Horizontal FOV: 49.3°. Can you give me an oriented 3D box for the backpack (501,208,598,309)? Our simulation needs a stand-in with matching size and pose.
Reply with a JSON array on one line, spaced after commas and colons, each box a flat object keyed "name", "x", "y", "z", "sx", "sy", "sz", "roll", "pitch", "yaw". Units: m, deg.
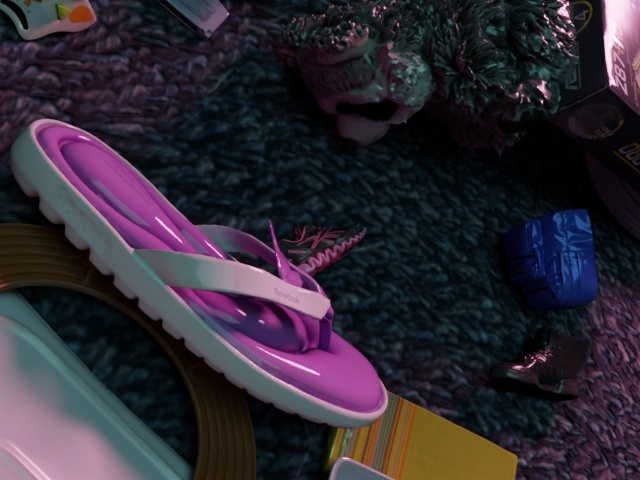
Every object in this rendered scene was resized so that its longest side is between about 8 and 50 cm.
[{"name": "backpack", "x": 0.292, "y": 0.030, "z": 0.894, "sx": 0.101, "sy": 0.098, "sz": 0.120, "roll": -6, "pitch": 81, "yaw": -11}]

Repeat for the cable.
[{"name": "cable", "x": 0.531, "y": -0.116, "z": 1.102, "sx": 0.257, "sy": 0.089, "sz": 0.257, "roll": 2, "pitch": 68, "yaw": -29}]

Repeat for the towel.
[{"name": "towel", "x": 0.110, "y": 0.235, "z": 0.743, "sx": 0.237, "sy": 0.021, "sz": 0.102, "roll": 29, "pitch": 61, "yaw": -18}]

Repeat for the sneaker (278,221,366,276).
[{"name": "sneaker", "x": 0.000, "y": 0.000, "z": 0.764, "sx": 0.119, "sy": 0.047, "sz": 0.057, "roll": -29, "pitch": 75, "yaw": -37}]

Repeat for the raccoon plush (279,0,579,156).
[{"name": "raccoon plush", "x": 0.141, "y": -0.312, "z": 0.839, "sx": 0.299, "sy": 0.216, "sz": 0.447, "roll": 20, "pitch": 82, "yaw": -23}]

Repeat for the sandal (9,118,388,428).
[{"name": "sandal", "x": -0.085, "y": 0.022, "z": 0.621, "sx": 0.416, "sy": 0.102, "sz": 0.169, "roll": 38, "pitch": 19, "yaw": -11}]

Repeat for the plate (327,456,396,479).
[{"name": "plate", "x": 0.083, "y": 0.383, "z": 0.646, "sx": 0.278, "sy": 0.045, "sz": 0.277, "roll": 29, "pitch": 57, "yaw": -18}]

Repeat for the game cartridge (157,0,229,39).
[{"name": "game cartridge", "x": -0.149, "y": -0.275, "z": 0.805, "sx": 0.083, "sy": 0.017, "sz": 0.056, "roll": 39, "pitch": 59, "yaw": -11}]

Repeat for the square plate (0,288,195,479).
[{"name": "square plate", "x": -0.225, "y": 0.201, "z": 0.463, "sx": 0.344, "sy": 0.049, "sz": 0.347, "roll": 46, "pitch": 33, "yaw": -4}]

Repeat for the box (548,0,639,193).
[{"name": "box", "x": 0.435, "y": -0.264, "z": 0.964, "sx": 0.318, "sy": 0.097, "sz": 0.395, "roll": 28, "pitch": 56, "yaw": -33}]

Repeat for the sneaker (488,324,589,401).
[{"name": "sneaker", "x": 0.269, "y": 0.145, "z": 0.858, "sx": 0.170, "sy": 0.051, "sz": 0.089, "roll": 18, "pitch": 61, "yaw": -29}]

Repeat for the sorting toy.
[{"name": "sorting toy", "x": -0.283, "y": -0.240, "z": 0.701, "sx": 0.075, "sy": 0.045, "sz": 0.083, "roll": -43, "pitch": 95, "yaw": -17}]

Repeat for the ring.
[{"name": "ring", "x": -0.176, "y": 0.119, "z": 0.526, "sx": 0.336, "sy": 0.032, "sz": 0.337, "roll": 33, "pitch": 33, "yaw": -26}]
